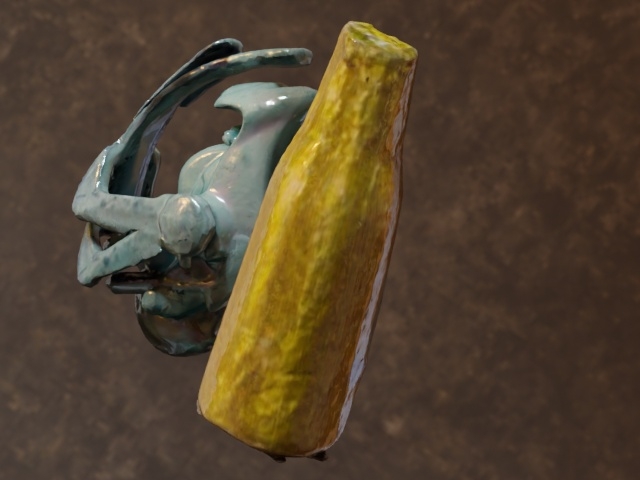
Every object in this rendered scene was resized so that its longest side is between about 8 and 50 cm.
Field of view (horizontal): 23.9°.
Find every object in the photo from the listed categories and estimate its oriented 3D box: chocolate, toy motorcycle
[{"bbox_3d":[0.000,0.000,0.754,0.086,0.219,0.085,14,23,-6],"label":"chocolate"},{"bbox_3d":[-0.076,-0.038,1.192,0.154,0.260,0.206,5,52,-57],"label":"toy motorcycle"}]
